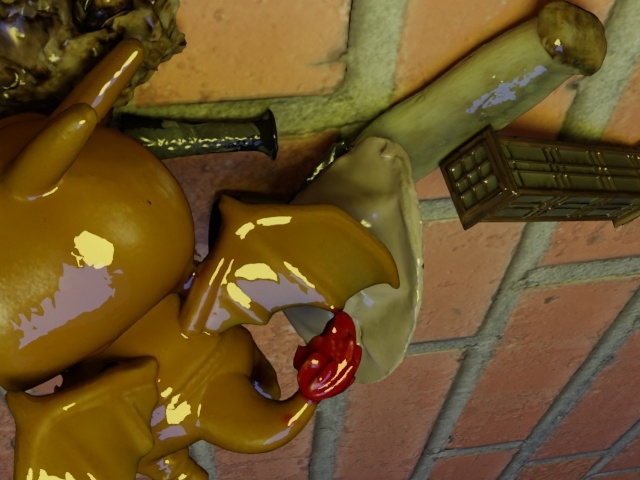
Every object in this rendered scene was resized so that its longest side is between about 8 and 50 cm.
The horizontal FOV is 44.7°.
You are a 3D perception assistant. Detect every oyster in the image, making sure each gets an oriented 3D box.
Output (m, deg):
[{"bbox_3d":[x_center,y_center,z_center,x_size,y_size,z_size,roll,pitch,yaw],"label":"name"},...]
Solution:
[{"bbox_3d":[-0.279,-0.134,0.744,0.396,0.110,0.204,-30,145,20],"label":"oyster"}]

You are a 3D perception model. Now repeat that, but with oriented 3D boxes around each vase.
[{"bbox_3d":[-0.132,-0.112,0.853,0.167,0.059,0.059,-3,146,-10],"label":"vase"}]

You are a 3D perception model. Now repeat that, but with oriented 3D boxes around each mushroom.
[{"bbox_3d":[0.164,-0.154,0.861,0.100,0.081,0.312,33,132,-32],"label":"mushroom"}]

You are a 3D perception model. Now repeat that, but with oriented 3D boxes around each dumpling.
[{"bbox_3d":[0.021,0.027,0.864,0.164,0.204,0.292,17,122,-7],"label":"dumpling"}]

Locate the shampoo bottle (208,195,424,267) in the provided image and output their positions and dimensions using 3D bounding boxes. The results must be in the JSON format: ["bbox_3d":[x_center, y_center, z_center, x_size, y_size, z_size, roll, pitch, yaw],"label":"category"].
[{"bbox_3d":[0.000,0.000,1.019,0.284,0.101,0.101,3,144,-20],"label":"shampoo bottle"}]

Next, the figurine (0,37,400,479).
[{"bbox_3d":[-0.158,0.048,0.712,0.401,0.268,0.387,-39,115,-10],"label":"figurine"}]

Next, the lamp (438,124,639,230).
[{"bbox_3d":[0.293,-0.069,0.942,0.326,0.089,0.090,-1,155,-37],"label":"lamp"}]
